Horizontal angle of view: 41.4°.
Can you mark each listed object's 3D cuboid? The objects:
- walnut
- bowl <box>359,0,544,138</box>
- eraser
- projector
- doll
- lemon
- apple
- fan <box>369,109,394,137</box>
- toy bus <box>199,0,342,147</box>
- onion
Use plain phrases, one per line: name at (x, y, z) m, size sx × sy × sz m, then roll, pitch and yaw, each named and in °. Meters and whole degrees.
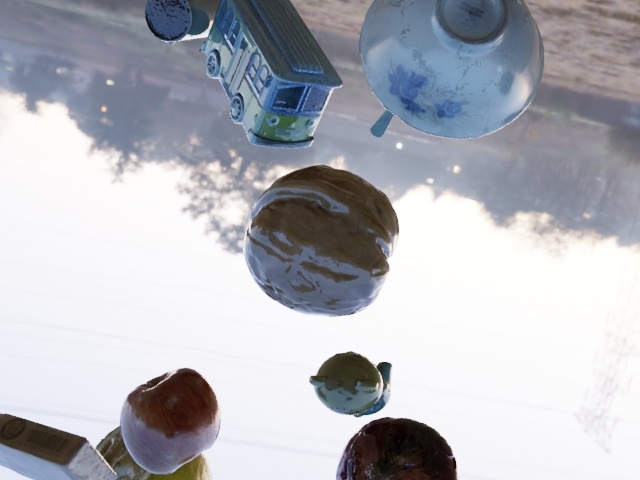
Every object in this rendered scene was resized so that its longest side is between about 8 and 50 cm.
walnut at (0.000, 0.000, 1.514) m, size 0.285 × 0.285 × 0.296 m, roll 16°, pitch -134°, yaw 12°
bowl at (0.225, -0.330, 1.350) m, size 0.313 × 0.313 × 0.146 m, roll 13°, pitch 169°, yaw -1°
eraser at (-0.597, 0.456, 1.811) m, size 0.343 × 0.144 × 0.078 m, roll 6°, pitch -135°, yaw 35°
projector at (-0.239, -0.485, 1.800) m, size 0.108 × 0.108 × 0.337 m, roll 17°, pitch -158°, yaw 16°
doll at (0.083, 0.370, 2.177) m, size 0.177 × 0.161 × 0.261 m, roll 5°, pitch 167°, yaw 17°
lemon at (-0.446, 0.675, 2.288) m, size 0.364 × 0.364 × 0.364 m, roll 13°, pitch -170°, yaw -2°
apple at (-0.213, 0.259, 1.216) m, size 0.146 × 0.131 × 0.146 m, roll -23°, pitch -178°, yaw 1°
fan at (0.174, -0.318, 2.013) m, size 0.038 × 0.193 × 0.016 m, roll 24°, pitch -139°, yaw -12°
toy bus at (-0.104, -0.342, 1.664) m, size 0.152 × 0.190 × 0.312 m, roll -1°, pitch -133°, yaw -34°
onion at (0.219, 0.646, 2.266) m, size 0.348 × 0.347 × 0.285 m, roll 21°, pitch 165°, yaw 35°
